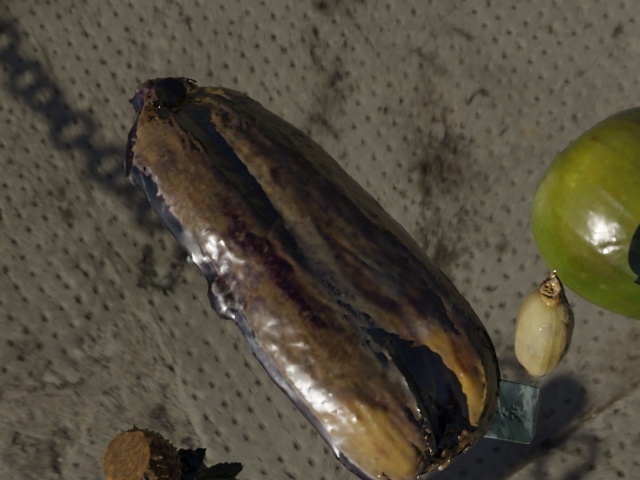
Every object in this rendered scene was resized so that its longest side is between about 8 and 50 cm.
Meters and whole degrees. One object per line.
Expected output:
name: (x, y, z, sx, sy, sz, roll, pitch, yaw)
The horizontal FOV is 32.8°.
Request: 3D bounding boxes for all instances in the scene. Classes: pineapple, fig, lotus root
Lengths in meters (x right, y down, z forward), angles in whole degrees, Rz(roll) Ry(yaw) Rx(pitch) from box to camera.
pineapple: (-0.230, 0.376, 1.744, 0.119, 0.277, 0.130, -36, 52, 10)
fig: (0.468, -0.020, 1.559, 0.316, 0.316, 0.316, 0, 75, 1)
lotus root: (0.255, 0.101, 1.247, 0.062, 0.150, 0.073, 1, 38, -2)
lotus root: (0.000, -0.001, 0.713, 0.329, 0.078, 0.167, 49, 39, 13)

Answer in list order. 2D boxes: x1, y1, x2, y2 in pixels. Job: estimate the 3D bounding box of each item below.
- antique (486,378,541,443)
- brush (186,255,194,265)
antique: (0.227, 0.238, 1.576, 0.183, 0.086, 0.088, 13, 83, -24)
brush: (-0.107, 0.009, 2.005, 0.323, 0.051, 0.070, -14, 111, -39)
